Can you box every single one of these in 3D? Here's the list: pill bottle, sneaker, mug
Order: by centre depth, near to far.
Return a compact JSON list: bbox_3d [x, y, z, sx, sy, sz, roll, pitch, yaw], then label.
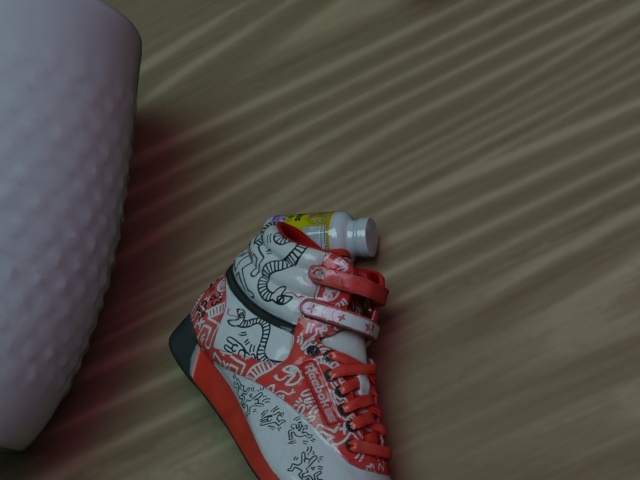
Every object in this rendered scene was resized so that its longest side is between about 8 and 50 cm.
[{"bbox_3d":[0.007,0.098,1.129,0.145,0.090,0.270,-52,51,11],"label":"sneaker"},{"bbox_3d":[0.000,0.000,1.234,0.083,0.043,0.043,-4,61,20],"label":"pill bottle"},{"bbox_3d":[-0.328,-0.009,1.241,0.374,0.276,0.328,-3,76,30],"label":"mug"}]
